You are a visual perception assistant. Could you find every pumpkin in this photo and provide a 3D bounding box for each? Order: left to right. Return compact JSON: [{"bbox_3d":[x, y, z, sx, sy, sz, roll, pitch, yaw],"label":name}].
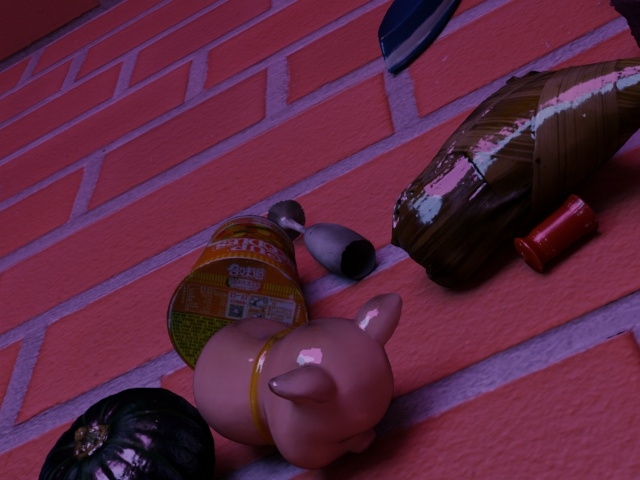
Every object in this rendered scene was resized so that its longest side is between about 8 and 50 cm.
[{"bbox_3d":[-0.201,0.238,1.104,0.202,0.140,0.202,-28,25,14],"label":"pumpkin"}]

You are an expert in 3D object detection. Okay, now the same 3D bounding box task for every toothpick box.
[{"bbox_3d":[0.245,-0.006,1.125,0.083,0.047,0.047,-37,28,-6],"label":"toothpick box"}]

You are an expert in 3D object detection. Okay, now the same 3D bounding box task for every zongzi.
[{"bbox_3d":[0.226,-0.081,1.125,0.286,0.134,0.288,-48,14,-18],"label":"zongzi"}]

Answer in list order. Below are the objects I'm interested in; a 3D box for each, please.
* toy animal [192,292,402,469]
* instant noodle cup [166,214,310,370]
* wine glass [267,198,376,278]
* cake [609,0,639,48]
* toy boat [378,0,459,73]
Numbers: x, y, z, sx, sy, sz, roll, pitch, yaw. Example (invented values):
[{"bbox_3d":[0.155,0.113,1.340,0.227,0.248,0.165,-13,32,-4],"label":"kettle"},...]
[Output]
[{"bbox_3d":[-0.029,0.142,1.075,0.248,0.149,0.165,-14,29,48],"label":"toy animal"},{"bbox_3d":[-0.090,0.058,1.281,0.168,0.168,0.185,-27,20,13],"label":"instant noodle cup"},{"bbox_3d":[0.000,0.000,1.362,0.066,0.066,0.198,-40,31,-13],"label":"wine glass"},{"bbox_3d":[0.495,-0.280,1.282,0.295,0.113,0.116,16,59,41],"label":"cake"},{"bbox_3d":[0.162,-0.381,1.796,0.096,0.062,0.299,-8,37,38],"label":"toy boat"}]
